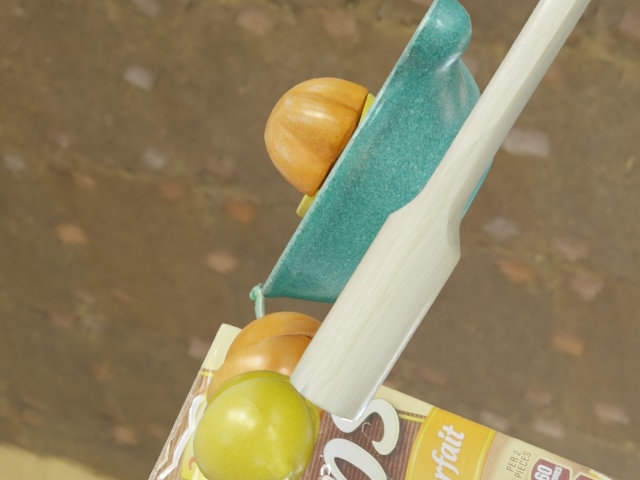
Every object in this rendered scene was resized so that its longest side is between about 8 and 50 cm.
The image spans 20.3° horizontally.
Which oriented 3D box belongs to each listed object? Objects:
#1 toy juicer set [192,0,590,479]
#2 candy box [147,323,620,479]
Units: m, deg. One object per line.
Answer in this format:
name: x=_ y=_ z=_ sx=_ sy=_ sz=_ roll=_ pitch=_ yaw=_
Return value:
toy juicer set: x=0.000 y=0.000 z=0.729 sx=0.089 sy=0.209 sz=0.329 roll=31 pitch=-13 yaw=-1
candy box: x=0.049 y=0.196 z=1.071 sx=0.316 sy=0.183 sz=0.087 roll=21 pitch=-22 yaw=8
